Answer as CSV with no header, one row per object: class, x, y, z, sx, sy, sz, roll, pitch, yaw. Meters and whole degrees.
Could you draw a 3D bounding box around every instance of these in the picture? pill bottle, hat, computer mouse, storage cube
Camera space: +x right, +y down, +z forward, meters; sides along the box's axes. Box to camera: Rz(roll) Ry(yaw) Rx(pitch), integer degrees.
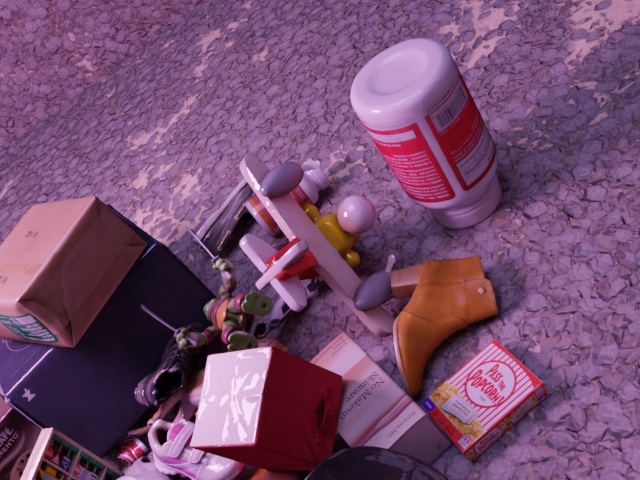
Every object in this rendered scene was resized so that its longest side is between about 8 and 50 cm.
pill bottle,-0.084,-0.118,2.149,0.216,0.121,0.121,-39,39,-1
hat,0.107,0.516,1.372,0.331,0.134,0.331,-7,64,14
computer mouse,-0.105,0.176,1.894,0.042,0.106,0.193,39,56,10
pill bottle,0.250,-0.218,1.766,0.229,0.408,0.229,-20,42,19
storage cube,-0.098,0.318,1.508,0.215,0.193,0.184,-15,57,42

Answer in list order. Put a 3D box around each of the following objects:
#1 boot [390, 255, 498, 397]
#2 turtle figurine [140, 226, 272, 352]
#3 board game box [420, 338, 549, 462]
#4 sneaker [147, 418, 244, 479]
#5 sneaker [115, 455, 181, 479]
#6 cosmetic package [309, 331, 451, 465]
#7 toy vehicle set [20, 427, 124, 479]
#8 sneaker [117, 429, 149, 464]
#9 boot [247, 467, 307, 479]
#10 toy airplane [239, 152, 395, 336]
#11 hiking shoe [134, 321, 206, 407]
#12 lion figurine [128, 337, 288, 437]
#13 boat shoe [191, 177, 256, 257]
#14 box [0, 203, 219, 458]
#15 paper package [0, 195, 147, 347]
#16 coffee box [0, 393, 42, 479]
boot,0.256,0.166,1.638,0.211,0.104,0.295,-8,60,12
turtle figurine,-0.239,0.143,1.737,0.198,0.275,0.266,-40,25,-22
board game box,0.305,0.297,1.509,0.193,0.045,0.147,-41,39,-4
sneaker,-0.266,0.432,1.658,0.252,0.111,0.103,-1,39,32
sneaker,-0.335,0.530,1.730,0.271,0.100,0.108,6,51,41
cosmetic package,0.095,0.330,1.570,0.153,0.129,0.296,-43,40,-6
toy vehicle set,-0.525,0.538,1.730,0.035,0.267,0.166,-13,46,29
sneaker,-0.461,0.486,1.909,0.067,0.042,0.118,-48,42,-17
boot,-0.136,0.464,1.647,0.264,0.096,0.280,-27,36,23
toy airplane,0.000,0.000,1.761,0.272,0.386,0.384,-40,39,13
hiking shoe,-0.312,0.282,1.804,0.114,0.086,0.227,-3,48,52
lion figurine,-0.257,0.340,1.825,0.392,0.142,0.240,-13,36,34
boat shoe,-0.232,-0.085,2.255,0.305,0.091,0.109,-52,4,-19
box,-0.551,0.204,2.010,0.480,0.297,0.471,-47,29,-11
paper package,-0.599,0.069,1.796,0.324,0.168,0.309,-3,49,45
coffee box,-0.684,0.502,1.861,0.119,0.297,0.168,19,65,46
